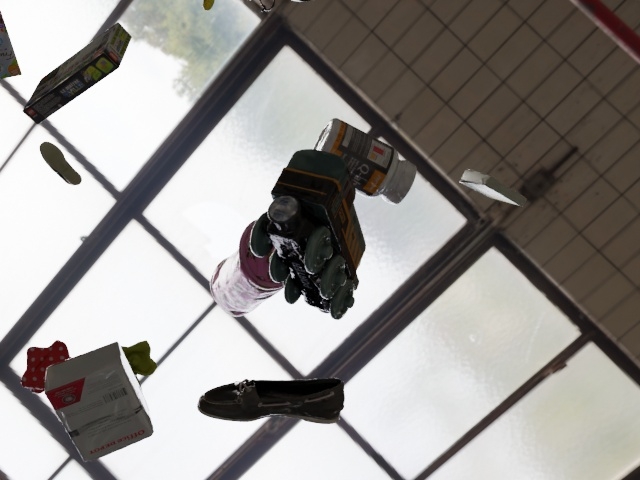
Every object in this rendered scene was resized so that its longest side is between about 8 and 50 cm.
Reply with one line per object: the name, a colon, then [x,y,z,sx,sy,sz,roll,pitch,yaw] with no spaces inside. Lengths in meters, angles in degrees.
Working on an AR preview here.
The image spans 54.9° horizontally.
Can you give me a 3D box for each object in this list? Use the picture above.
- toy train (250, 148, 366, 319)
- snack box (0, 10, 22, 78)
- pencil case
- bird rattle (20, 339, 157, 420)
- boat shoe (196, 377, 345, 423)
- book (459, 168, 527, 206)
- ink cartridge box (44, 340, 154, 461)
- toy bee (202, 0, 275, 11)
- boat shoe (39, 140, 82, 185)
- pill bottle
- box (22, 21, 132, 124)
toy train: [0.000,0.000,1.051,0.142,0.190,0.334,16,155,24]
snack box: [-0.732,-0.425,1.352,0.037,0.100,0.141,28,132,53]
pencil case: [-0.160,0.071,1.469,0.160,0.167,0.386,55,153,3]
bird rattle: [-0.456,0.287,1.229,0.253,0.143,0.207,7,-143,-33]
boat shoe: [-0.106,0.346,1.393,0.335,0.095,0.112,7,-164,-15]
book: [0.370,-0.113,1.323,0.096,0.035,0.144,28,-175,-11]
ink cartridge box: [-0.326,0.241,0.918,0.063,0.109,0.150,-128,22,-55]
toy bee: [-0.276,-0.693,1.602,0.162,0.195,0.298,-25,-144,-32]
boat shoe: [-0.666,-0.195,1.570,0.043,0.049,0.137,14,147,50]
pill bottle: [0.121,-0.217,1.743,0.278,0.162,0.162,26,-162,-13]
box: [-0.434,-0.298,1.099,0.036,0.207,0.114,47,-152,-37]
